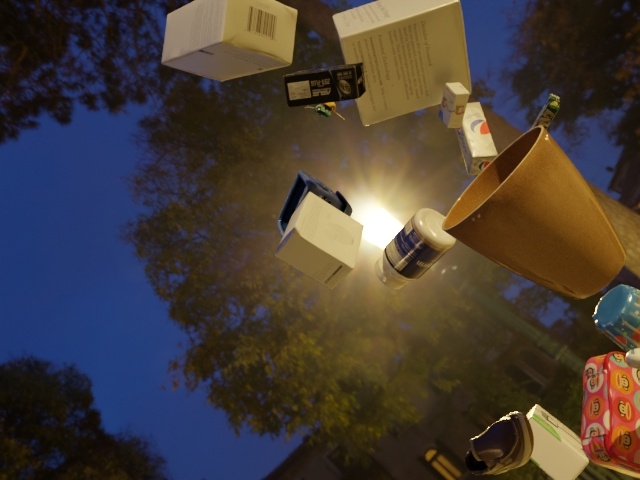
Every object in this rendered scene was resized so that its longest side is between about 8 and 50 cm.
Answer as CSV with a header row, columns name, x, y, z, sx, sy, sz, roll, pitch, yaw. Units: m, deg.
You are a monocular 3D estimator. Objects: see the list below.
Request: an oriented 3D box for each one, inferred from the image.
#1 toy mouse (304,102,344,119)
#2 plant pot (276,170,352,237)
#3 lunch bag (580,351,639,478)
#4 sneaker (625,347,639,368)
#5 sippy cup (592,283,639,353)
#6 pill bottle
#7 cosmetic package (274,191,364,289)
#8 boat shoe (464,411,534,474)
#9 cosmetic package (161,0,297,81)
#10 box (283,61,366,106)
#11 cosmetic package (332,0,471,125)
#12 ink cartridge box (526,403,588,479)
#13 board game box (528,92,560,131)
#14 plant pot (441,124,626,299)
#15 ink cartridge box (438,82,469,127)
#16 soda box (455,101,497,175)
name,x,y,z,sx,sy,sz,roll,pitch,yaw
toy mouse,-0.008,-0.456,1.884,0.161,0.143,0.031,33,-101,-31
plant pot,-0.018,-0.099,2.111,0.212,0.236,0.236,22,-76,-17
lunch bag,0.814,0.456,1.456,0.120,0.258,0.293,127,161,-60
sneaker,0.771,0.221,1.257,0.240,0.126,0.091,4,-15,-21
sippy cup,1.021,0.264,1.812,0.240,0.224,0.305,-58,0,-22
pill bottle,0.294,0.034,1.799,0.153,0.153,0.265,-15,-27,-44
cosmetic package,0.000,0.000,1.841,0.138,0.224,0.224,-48,15,39
boat shoe,0.365,0.439,1.184,0.095,0.095,0.257,-5,-40,-6
cosmetic package,-0.262,-0.557,1.557,0.217,0.385,0.156,6,-89,-36
box,0.013,-0.388,1.404,0.147,0.180,0.078,-64,-32,-66
cosmetic package,0.281,-0.660,1.992,0.393,0.329,0.327,-16,-56,6
ink cartridge box,0.774,0.682,1.906,0.121,0.211,0.289,-55,-23,8
board game box,0.475,-0.209,1.313,0.136,0.030,0.260,-41,-22,-58
plant pot,0.384,-0.024,0.970,0.237,0.254,0.237,-49,0,0
ink cartridge box,0.437,-0.446,1.856,0.052,0.088,0.122,-4,-50,-14
soda box,0.563,-0.376,2.065,0.091,0.286,0.098,-5,-37,1
